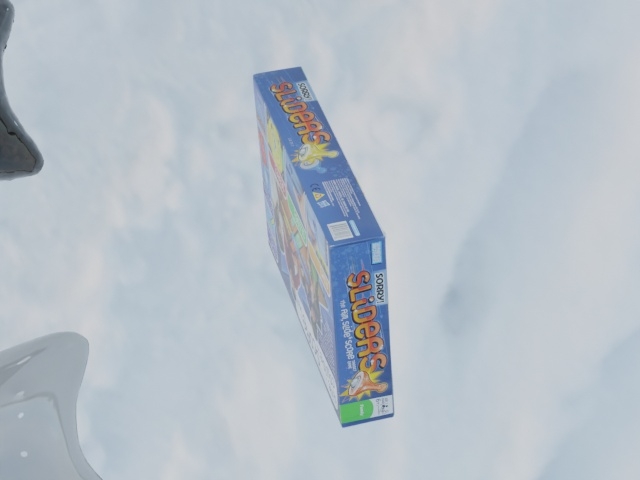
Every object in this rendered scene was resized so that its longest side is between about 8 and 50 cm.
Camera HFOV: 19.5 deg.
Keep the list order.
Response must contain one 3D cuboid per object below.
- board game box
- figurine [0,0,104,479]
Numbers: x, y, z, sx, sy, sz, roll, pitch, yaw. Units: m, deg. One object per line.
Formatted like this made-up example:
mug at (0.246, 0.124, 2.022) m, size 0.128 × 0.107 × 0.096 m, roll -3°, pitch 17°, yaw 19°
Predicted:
board game box at (0.000, 0.000, 1.148) m, size 0.035 × 0.201 × 0.136 m, roll -11°, pitch 127°, yaw -10°
figurine at (-0.173, 0.024, 0.638) m, size 0.209 × 0.092 × 0.214 m, roll -15°, pitch 94°, yaw -40°
